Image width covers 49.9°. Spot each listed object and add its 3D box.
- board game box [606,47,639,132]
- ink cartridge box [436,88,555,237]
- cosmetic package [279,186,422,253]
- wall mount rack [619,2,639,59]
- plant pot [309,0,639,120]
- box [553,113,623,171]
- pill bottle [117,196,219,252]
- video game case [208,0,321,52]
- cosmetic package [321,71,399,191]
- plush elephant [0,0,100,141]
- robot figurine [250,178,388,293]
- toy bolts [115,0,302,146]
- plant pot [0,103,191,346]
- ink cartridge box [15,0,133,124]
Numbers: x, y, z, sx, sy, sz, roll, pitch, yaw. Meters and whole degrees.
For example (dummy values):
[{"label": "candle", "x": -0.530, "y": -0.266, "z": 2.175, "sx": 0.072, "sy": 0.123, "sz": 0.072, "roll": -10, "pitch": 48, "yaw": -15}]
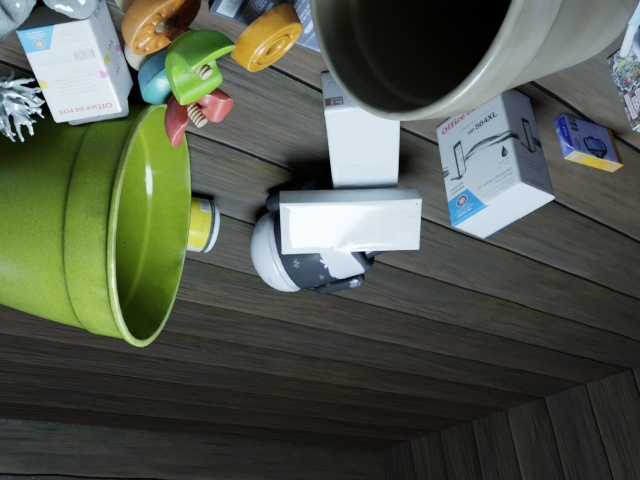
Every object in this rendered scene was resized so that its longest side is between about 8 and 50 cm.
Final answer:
[{"label": "board game box", "x": 0.623, "y": -0.264, "z": 0.997, "sx": 0.232, "sy": 0.141, "sz": 0.291, "roll": 12, "pitch": 147, "yaw": -30}, {"label": "ink cartridge box", "x": 0.276, "y": -0.130, "z": 1.117, "sx": 0.086, "sy": 0.203, "sz": 0.148, "roll": 17, "pitch": 144, "yaw": -32}, {"label": "cosmetic package", "x": 0.050, "y": -0.036, "z": 1.187, "sx": 0.239, "sy": 0.060, "sz": 0.099, "roll": -1, "pitch": 120, "yaw": -2}, {"label": "wall mount rack", "x": 0.416, "y": -0.291, "z": 0.744, "sx": 0.130, "sy": 0.304, "sz": 0.350, "roll": 15, "pitch": 157, "yaw": 18}, {"label": "plant pot", "x": 0.187, "y": -0.294, "z": 0.742, "sx": 0.280, "sy": 0.323, "sz": 0.323, "roll": -8, "pitch": 157, "yaw": -35}, {"label": "box", "x": 0.462, "y": -0.171, "z": 1.202, "sx": 0.136, "sy": 0.081, "sz": 0.028, "roll": 9, "pitch": 149, "yaw": -25}, {"label": "pill bottle", "x": -0.288, "y": -0.039, "z": 1.279, "sx": 0.184, "sy": 0.103, "sz": 0.103, "roll": 10, "pitch": 148, "yaw": -26}, {"label": "video game case", "x": 0.019, "y": -0.325, "z": 0.896, "sx": 0.274, "sy": 0.026, "sz": 0.196, "roll": 11, "pitch": 147, "yaw": -30}, {"label": "cosmetic package", "x": 0.068, "y": -0.174, "z": 1.122, "sx": 0.117, "sy": 0.085, "sz": 0.231, "roll": -5, "pitch": 150, "yaw": 1}, {"label": "plush elephant", "x": -0.323, "y": -0.301, "z": 0.675, "sx": 0.330, "sy": 0.255, "sz": 0.272, "roll": 50, "pitch": 170, "yaw": -20}, {"label": "robot figurine", "x": -0.001, "y": -0.003, "z": 1.337, "sx": 0.278, "sy": 0.209, "sz": 0.173, "roll": -17, "pitch": 171, "yaw": 19}, {"label": "toy bolts", "x": -0.164, "y": -0.257, "z": 0.883, "sx": 0.218, "sy": 0.158, "sz": 0.228, "roll": -37, "pitch": 176, "yaw": -32}, {"label": "plant pot", "x": -0.416, "y": -0.043, "z": 1.048, "sx": 0.353, "sy": 0.366, "sz": 0.366, "roll": 6, "pitch": 152, "yaw": 4}, {"label": "ink cartridge box", "x": -0.310, "y": -0.227, "z": 0.894, "sx": 0.092, "sy": 0.090, "sz": 0.143, "roll": -8, "pitch": 127, "yaw": 4}]
